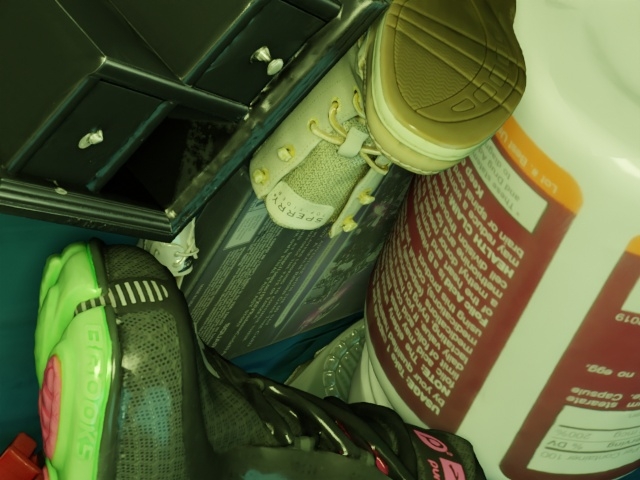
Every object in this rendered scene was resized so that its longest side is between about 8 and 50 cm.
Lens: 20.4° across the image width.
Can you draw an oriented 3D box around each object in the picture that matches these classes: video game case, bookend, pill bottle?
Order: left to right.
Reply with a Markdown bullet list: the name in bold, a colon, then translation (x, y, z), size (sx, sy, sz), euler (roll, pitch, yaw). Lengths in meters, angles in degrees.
- **bookend**: translation (-0.073, -0.084, 0.773), size (0.157, 0.072, 0.156), euler (-46, 159, 13)
- **video game case**: translation (0.000, 0.000, 1.147), size (0.274, 0.026, 0.196), euler (-18, 150, -49)
- **pill bottle**: translation (0.154, 0.013, 1.092), size (0.224, 0.224, 0.392), euler (-28, 155, -33)

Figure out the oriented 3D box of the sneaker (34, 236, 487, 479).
- **sneaker**: translation (-0.016, 0.132, 1.013), size (0.202, 0.185, 0.483), euler (-17, 146, 13)

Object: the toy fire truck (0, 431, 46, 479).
- **toy fire truck**: translation (-0.169, 0.178, 1.044), size (0.047, 0.192, 0.135), euler (-47, -172, 18)

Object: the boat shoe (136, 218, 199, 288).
- **boat shoe**: translation (-0.082, 0.003, 0.987), size (0.035, 0.035, 0.100), euler (-25, 155, -36)

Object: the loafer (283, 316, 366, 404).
- **loafer**: translation (0.016, 0.115, 1.343), size (0.251, 0.094, 0.087), euler (-33, -171, 4)

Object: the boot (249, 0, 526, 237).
- **boot**: translation (0.026, -0.058, 0.897), size (0.165, 0.077, 0.213), euler (-50, -165, 31)
